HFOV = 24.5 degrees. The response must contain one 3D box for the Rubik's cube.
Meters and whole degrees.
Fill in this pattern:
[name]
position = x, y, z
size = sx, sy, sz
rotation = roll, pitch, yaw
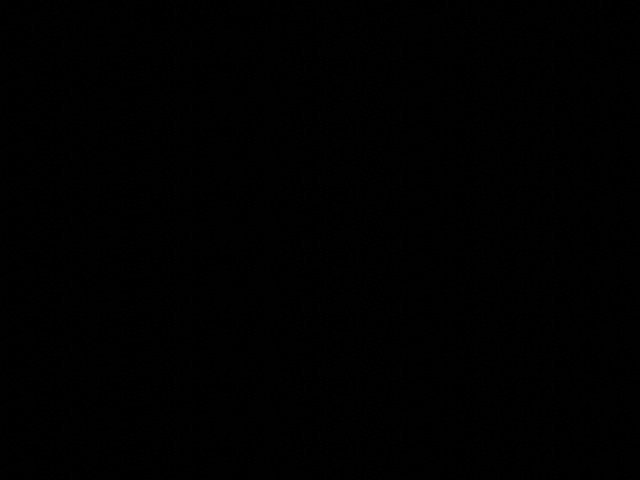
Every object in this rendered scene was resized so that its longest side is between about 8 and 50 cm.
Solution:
[Rubik's cube]
position = 0.000, 0.000, 0.150
size = 0.344, 0.344, 0.337
rotation = 7, 95, 3
